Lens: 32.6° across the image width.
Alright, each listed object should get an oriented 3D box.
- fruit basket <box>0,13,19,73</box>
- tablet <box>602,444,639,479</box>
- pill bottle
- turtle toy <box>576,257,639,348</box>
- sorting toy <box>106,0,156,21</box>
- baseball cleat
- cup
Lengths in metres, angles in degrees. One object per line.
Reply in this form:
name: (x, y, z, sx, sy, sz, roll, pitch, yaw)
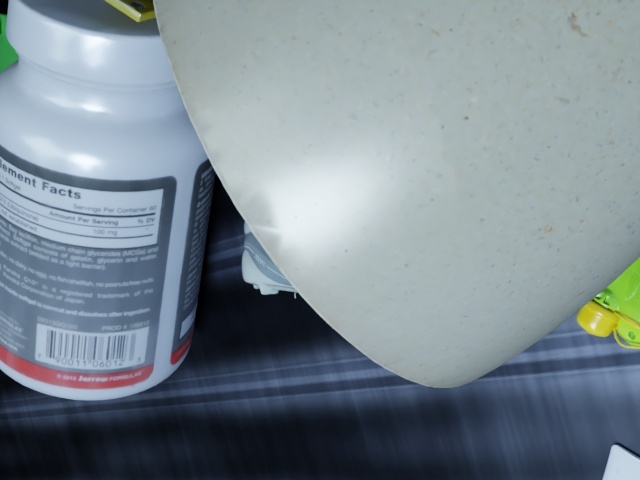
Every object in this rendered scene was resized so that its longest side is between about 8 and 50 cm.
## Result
fruit basket: (-0.456, -0.073, 1.165, 0.283, 0.392, 0.392, 13, 113, 45)
tablet: (0.222, 0.192, 0.783, 0.054, 0.006, 0.083, 30, 125, 38)
pill bottle: (-0.203, -0.052, 1.012, 0.210, 0.210, 0.363, 35, 127, 35)
turtle toy: (0.227, 0.037, 0.672, 0.130, 0.066, 0.095, 35, 105, 32)
sorting toy: (-0.183, -0.275, 0.943, 0.274, 0.132, 0.046, 49, 129, 34)
baseball cleat: (0.000, 0.000, 0.911, 0.205, 0.072, 0.110, 2, 99, 44)
cup: (0.107, -0.117, 0.596, 0.237, 0.331, 0.331, -29, 81, 28)
